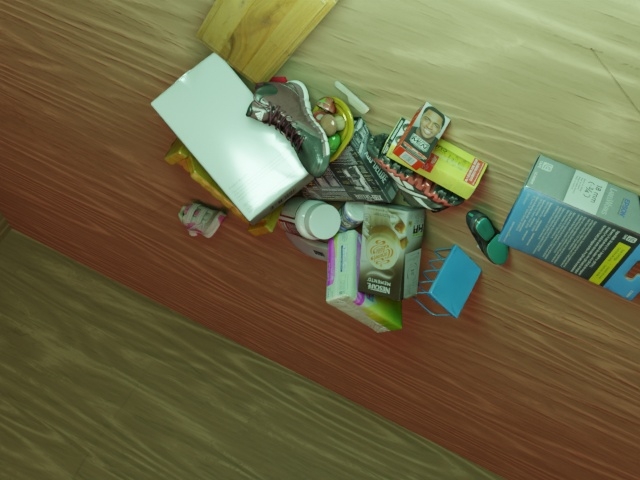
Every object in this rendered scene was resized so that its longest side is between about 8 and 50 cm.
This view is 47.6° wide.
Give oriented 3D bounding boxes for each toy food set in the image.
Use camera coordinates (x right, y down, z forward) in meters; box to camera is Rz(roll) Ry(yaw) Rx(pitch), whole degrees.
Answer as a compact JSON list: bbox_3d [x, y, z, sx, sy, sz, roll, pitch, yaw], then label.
[{"bbox_3d":[0.008,-0.272,1.735,0.128,0.071,0.218,51,134,16],"label":"toy food set"}]

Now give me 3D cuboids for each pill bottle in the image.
[{"bbox_3d":[0.086,-0.070,2.109,0.078,0.078,0.137,34,153,-5],"label":"pill bottle"},{"bbox_3d":[-0.035,-0.066,2.137,0.121,0.121,0.221,45,167,-25],"label":"pill bottle"}]

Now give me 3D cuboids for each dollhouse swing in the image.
[{"bbox_3d":[-0.324,-0.164,2.166,0.347,0.315,0.305,42,132,-22],"label":"dollhouse swing"}]

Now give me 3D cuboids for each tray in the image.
[{"bbox_3d":[-0.120,-0.499,1.588,0.203,0.076,0.411,38,154,-13],"label":"tray"}]

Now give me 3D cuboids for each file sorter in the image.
[{"bbox_3d":[0.352,0.118,2.058,0.118,0.170,0.104,42,154,-21],"label":"file sorter"}]

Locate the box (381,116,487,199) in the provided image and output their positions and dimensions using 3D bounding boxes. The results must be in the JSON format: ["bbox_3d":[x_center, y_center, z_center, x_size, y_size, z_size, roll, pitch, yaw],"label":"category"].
[{"bbox_3d":[0.266,-0.192,1.701,0.232,0.087,0.058,30,154,4],"label":"box"}]

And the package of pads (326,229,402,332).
[{"bbox_3d":[0.133,0.121,2.162,0.101,0.229,0.297,-17,145,32],"label":"package of pads"}]

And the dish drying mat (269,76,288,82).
[{"bbox_3d":[-0.115,-0.399,1.827,0.083,0.008,0.032,9,146,37],"label":"dish drying mat"}]

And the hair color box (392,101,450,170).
[{"bbox_3d":[0.224,-0.232,1.611,0.072,0.141,0.043,35,153,-8],"label":"hair color box"}]

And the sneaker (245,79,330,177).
[{"bbox_3d":[-0.090,-0.261,1.683,0.163,0.281,0.106,0,143,-31],"label":"sneaker"}]

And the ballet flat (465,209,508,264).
[{"bbox_3d":[0.427,-0.013,1.877,0.074,0.074,0.203,7,151,40],"label":"ballet flat"}]

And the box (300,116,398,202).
[{"bbox_3d":[0.031,-0.209,1.929,0.308,0.076,0.242,4,143,43],"label":"box"}]

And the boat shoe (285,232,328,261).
[{"bbox_3d":[0.000,0.000,2.315,0.268,0.088,0.096,17,146,47],"label":"boat shoe"}]

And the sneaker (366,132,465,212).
[{"bbox_3d":[0.221,-0.157,1.794,0.276,0.097,0.135,32,152,-6],"label":"sneaker"}]

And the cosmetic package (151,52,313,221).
[{"bbox_3d":[-0.215,-0.250,1.815,0.385,0.217,0.156,52,176,3],"label":"cosmetic package"}]

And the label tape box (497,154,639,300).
[{"bbox_3d":[0.595,-0.025,1.624,0.334,0.105,0.240,25,153,11],"label":"label tape box"}]

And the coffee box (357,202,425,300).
[{"bbox_3d":[0.193,0.027,1.988,0.141,0.098,0.246,11,104,35],"label":"coffee box"}]

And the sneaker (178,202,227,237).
[{"bbox_3d":[-0.437,-0.078,2.617,0.252,0.103,0.111,-5,138,49],"label":"sneaker"}]
